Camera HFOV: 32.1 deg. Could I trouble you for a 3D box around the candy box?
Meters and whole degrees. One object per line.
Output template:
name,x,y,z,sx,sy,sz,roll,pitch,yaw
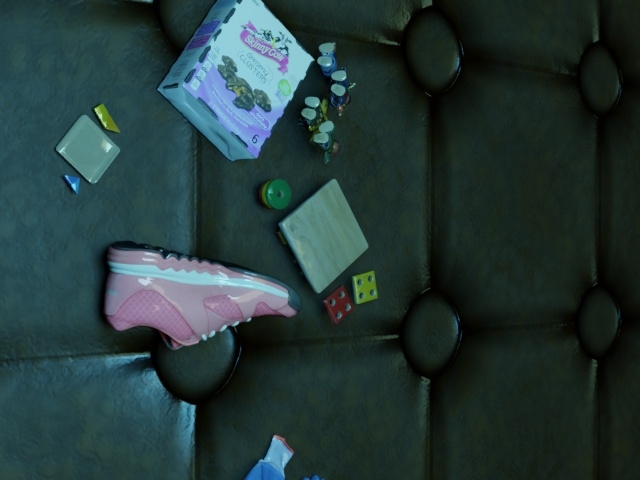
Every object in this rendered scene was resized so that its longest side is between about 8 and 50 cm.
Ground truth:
candy box,-0.121,-0.246,1.645,0.165,0.070,0.196,44,63,-33

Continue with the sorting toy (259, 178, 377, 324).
sorting toy,0.000,0.000,1.767,0.132,0.046,0.274,-42,116,-33

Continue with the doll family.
doll family,0.013,-0.218,1.742,0.111,0.076,0.193,42,67,-74

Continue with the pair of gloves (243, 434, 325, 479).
pair of gloves,-0.048,0.408,1.720,0.198,0.023,0.159,49,46,-28

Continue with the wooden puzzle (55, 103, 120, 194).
wooden puzzle,-0.316,-0.125,1.516,0.078,0.014,0.116,52,59,-23

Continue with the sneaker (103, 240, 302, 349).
sneaker,-0.174,0.092,1.594,0.313,0.116,0.136,14,91,-33
